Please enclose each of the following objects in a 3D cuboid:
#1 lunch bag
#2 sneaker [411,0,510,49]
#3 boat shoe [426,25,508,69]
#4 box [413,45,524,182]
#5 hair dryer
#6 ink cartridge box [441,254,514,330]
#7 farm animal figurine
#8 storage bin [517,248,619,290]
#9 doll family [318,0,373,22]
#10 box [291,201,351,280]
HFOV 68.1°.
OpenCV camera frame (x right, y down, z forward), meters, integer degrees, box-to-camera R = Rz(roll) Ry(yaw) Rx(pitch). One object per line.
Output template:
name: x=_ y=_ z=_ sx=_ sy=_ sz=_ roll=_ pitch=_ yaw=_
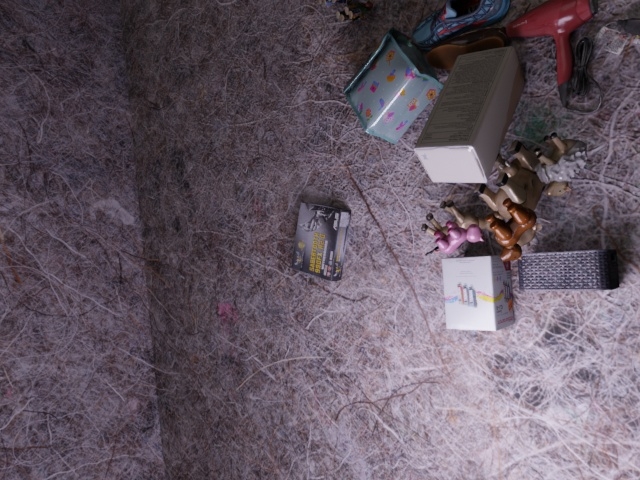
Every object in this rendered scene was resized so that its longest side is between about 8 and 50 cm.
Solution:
lunch bag: x=0.184 y=-0.446 z=1.330 sx=0.223 sy=0.160 sz=0.262 roll=-48 pitch=49 yaw=34
sneaker: x=0.336 y=-0.585 z=1.216 sx=0.261 sy=0.125 sz=0.104 roll=-14 pitch=79 yaw=40
boat shoe: x=0.380 y=-0.497 z=1.221 sx=0.206 sy=0.073 sz=0.073 roll=5 pitch=55 yaw=38
box: x=0.351 y=-0.290 z=1.102 sx=0.147 sy=0.121 sz=0.311 roll=9 pitch=62 yaw=42
hair dryer: x=0.543 y=-0.442 z=1.062 sx=0.293 sy=0.080 sz=0.224 roll=47 pitch=119 yaw=32
ink cartridge box: x=0.385 y=0.126 z=1.157 sx=0.127 sy=0.128 sz=0.176 roll=-5 pitch=87 yaw=41
farm animal figurine: x=0.421 y=-0.069 z=1.086 sx=0.327 sy=0.172 sz=0.330 roll=-56 pitch=16 yaw=-6
storage bin: x=0.536 y=0.065 z=1.030 sx=0.180 sy=0.122 sz=0.085 roll=-5 pitch=86 yaw=41
doll family: x=0.083 y=-0.730 z=1.459 sx=0.193 sy=0.111 sz=0.076 roll=50 pitch=154 yaw=17
box: x=0.000 y=0.000 z=1.546 sx=0.183 sy=0.056 sz=0.231 roll=15 pitch=98 yaw=40
